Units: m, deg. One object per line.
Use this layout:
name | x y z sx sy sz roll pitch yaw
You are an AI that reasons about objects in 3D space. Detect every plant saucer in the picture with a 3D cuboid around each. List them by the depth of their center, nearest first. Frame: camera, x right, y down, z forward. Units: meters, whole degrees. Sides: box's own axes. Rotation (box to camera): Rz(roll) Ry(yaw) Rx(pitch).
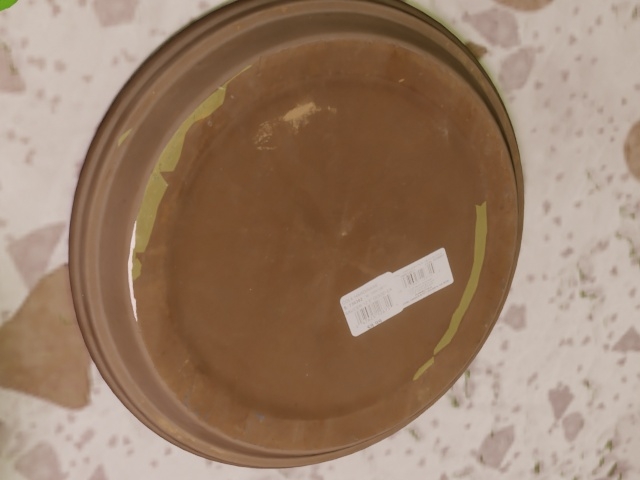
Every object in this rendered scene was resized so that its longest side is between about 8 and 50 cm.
plant saucer | 0.000 0.000 0.873 0.278 0.041 0.277 -8 107 -25

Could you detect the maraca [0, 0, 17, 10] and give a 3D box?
maraca | -0.208 -0.120 0.707 0.186 0.099 0.127 20 102 -55
